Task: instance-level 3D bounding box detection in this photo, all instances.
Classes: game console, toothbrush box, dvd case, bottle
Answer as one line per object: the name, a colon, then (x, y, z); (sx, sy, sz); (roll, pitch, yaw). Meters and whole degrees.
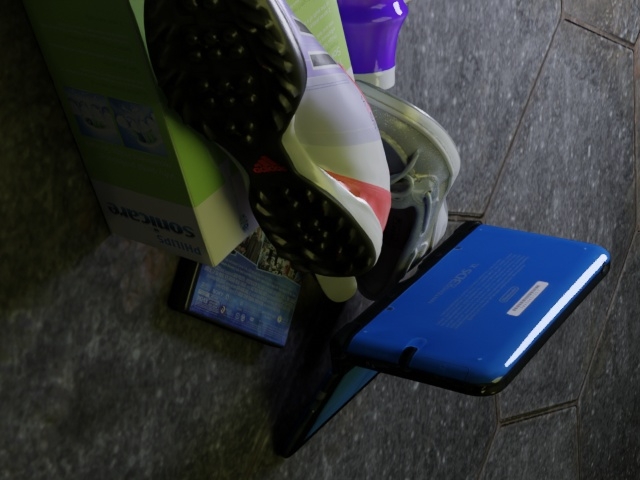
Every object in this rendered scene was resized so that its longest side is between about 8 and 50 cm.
game console: (0.130, 0.115, 1.360); (0.293, 0.250, 0.173); (-38, 131, -47)
toothbrush box: (-0.094, -0.158, 1.012); (0.206, 0.122, 0.283); (-46, 135, -34)
dvd case: (-0.052, -0.038, 1.239); (0.180, 0.022, 0.253); (29, 74, -58)
bottle: (0.035, -0.281, 1.238); (0.118, 0.092, 0.283); (-27, 122, -46)

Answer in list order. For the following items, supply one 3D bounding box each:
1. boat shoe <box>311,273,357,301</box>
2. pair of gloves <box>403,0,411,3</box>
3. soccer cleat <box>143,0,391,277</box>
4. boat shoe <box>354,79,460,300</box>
boat shoe: (0.000, 0.000, 1.275); (0.043, 0.049, 0.137); (-110, 177, -49)
pair of gloves: (0.094, -0.360, 1.368); (0.204, 0.042, 0.240); (-42, 132, -47)
soccer cleat: (-0.027, -0.106, 0.948); (0.318, 0.108, 0.116); (60, 38, -45)
boat shoe: (0.062, -0.043, 1.307); (0.103, 0.118, 0.320); (-59, 165, -19)
